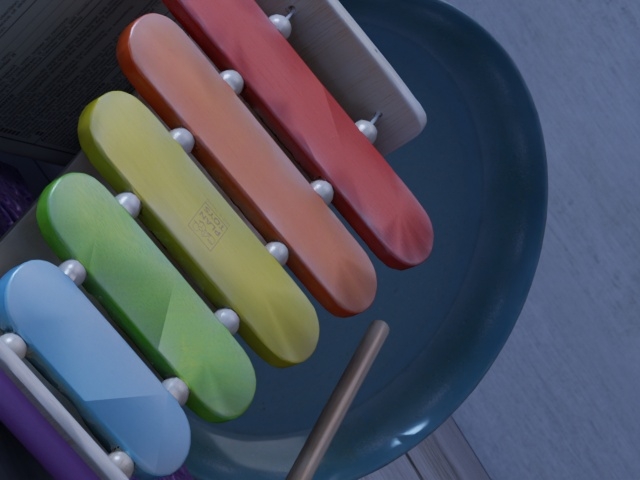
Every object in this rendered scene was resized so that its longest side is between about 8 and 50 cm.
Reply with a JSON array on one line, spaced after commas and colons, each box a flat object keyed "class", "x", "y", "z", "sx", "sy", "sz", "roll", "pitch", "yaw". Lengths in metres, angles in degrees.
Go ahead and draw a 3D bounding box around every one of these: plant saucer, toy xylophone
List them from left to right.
[{"class": "toy xylophone", "x": -0.047, "y": 0.017, "z": 0.918, "sx": 0.236, "sy": 0.081, "sz": 0.323, "roll": 44, "pitch": 48, "yaw": -21}, {"class": "plant saucer", "x": 0.000, "y": 0.000, "z": 1.136, "sx": 0.043, "sy": 0.317, "sz": 0.317, "roll": 29, "pitch": -19, "yaw": 51}]

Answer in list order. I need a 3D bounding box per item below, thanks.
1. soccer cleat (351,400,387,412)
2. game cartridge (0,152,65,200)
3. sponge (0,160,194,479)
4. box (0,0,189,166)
[{"class": "soccer cleat", "x": -0.022, "y": -0.024, "z": 1.254, "sx": 0.116, "sy": 0.143, "sz": 0.331, "roll": -59, "pitch": 143, "yaw": -84}, {"class": "game cartridge", "x": -0.163, "y": -0.057, "z": 1.298, "sx": 0.196, "sy": 0.060, "sz": 0.294, "roll": 59, "pitch": 5, "yaw": -11}, {"class": "sponge", "x": -0.140, "y": 0.044, "z": 0.981, "sx": 0.210, "sy": 0.031, "sz": 0.117, "roll": 58, "pitch": 6, "yaw": 15}, {"class": "box", "x": -0.160, "y": -0.134, "z": 0.976, "sx": 0.121, "sy": 0.148, "sz": 0.311, "roll": 50, "pitch": 10, "yaw": 15}]
